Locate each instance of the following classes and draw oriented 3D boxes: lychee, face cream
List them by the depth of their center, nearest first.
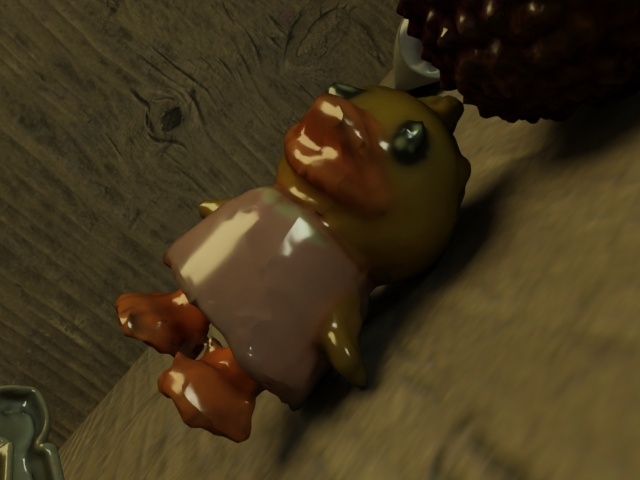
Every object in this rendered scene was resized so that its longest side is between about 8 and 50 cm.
[{"bbox_3d":[0.153,-0.204,0.330,0.271,0.271,0.271,-46,10,11],"label":"lychee"},{"bbox_3d":[0.218,-0.369,1.034,0.235,0.137,0.420,-47,2,12],"label":"face cream"}]

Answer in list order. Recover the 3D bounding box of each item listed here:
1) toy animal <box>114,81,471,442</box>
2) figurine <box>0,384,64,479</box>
[{"bbox_3d":[0.003,0.000,0.389,0.281,0.195,0.169,-51,-30,6],"label":"toy animal"},{"bbox_3d":[-0.227,0.190,0.264,0.143,0.308,0.308,-41,11,10],"label":"figurine"}]
